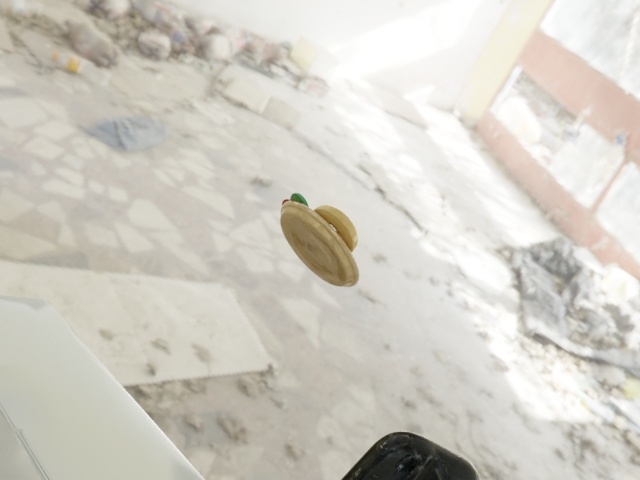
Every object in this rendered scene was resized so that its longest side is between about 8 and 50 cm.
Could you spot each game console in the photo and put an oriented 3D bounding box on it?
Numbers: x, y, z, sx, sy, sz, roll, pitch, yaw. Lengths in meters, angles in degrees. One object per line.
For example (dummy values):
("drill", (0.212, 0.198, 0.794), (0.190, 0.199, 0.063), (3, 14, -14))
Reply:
("game console", (0.011, 0.310, 0.781), (0.213, 0.361, 0.044), (26, 25, -26))

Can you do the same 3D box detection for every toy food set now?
("toy food set", (0.000, 0.000, 0.648), (0.020, 0.083, 0.082), (-42, 46, -21))

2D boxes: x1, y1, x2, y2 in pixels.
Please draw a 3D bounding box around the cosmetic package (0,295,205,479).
("cosmetic package", (-0.201, 0.258, 0.518), (0.097, 0.378, 0.284), (9, 15, -43))
